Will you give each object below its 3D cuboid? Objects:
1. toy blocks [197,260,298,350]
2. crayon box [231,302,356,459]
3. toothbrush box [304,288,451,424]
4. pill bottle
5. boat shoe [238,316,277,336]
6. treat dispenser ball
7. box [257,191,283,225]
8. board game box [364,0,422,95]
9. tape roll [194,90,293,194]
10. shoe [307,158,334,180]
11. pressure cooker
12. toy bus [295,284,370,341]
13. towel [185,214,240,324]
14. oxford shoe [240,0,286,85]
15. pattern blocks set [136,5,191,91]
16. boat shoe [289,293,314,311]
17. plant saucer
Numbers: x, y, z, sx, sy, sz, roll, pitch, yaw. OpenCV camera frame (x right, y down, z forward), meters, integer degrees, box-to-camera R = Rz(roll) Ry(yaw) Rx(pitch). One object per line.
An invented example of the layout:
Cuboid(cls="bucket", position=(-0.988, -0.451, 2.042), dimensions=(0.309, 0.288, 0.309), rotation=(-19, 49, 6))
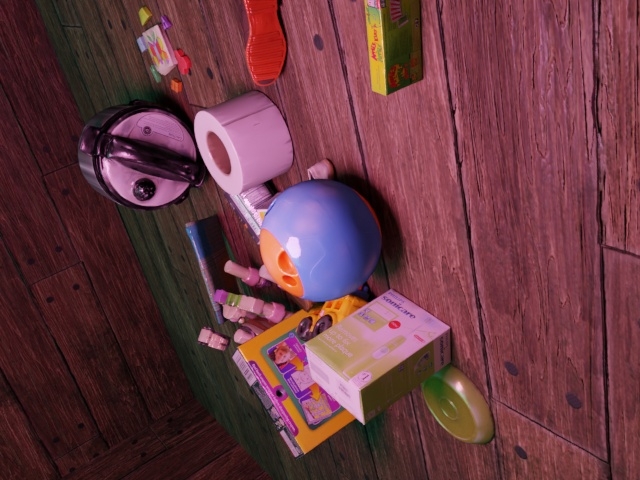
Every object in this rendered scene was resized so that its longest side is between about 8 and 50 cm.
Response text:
Cuboid(cls="toy blocks", position=(-0.193, 0.249, 2.224), dimensions=(0.260, 0.309, 0.289), rotation=(27, 166, -36))
Cuboid(cls="crayon box", position=(-0.035, 0.407, 2.008), dimensions=(0.363, 0.313, 0.106), rotation=(56, 150, 13))
Cuboid(cls="toothbrush box", position=(0.139, 0.267, 1.591), dimensions=(0.206, 0.283, 0.122), rotation=(34, 142, 44))
Cuboid(cls="pill bottle", position=(-0.199, -0.121, 1.980), dimensions=(0.245, 0.130, 0.130), rotation=(56, 154, 3))
Cuboid(cls="boat shoe", position=(-0.128, 0.350, 2.340), dimensions=(0.324, 0.120, 0.122), rotation=(27, 140, 15))
Cuboid(cls="treat dispenser ball", position=(0.000, 0.000, 1.573), dimensions=(0.288, 0.288, 0.288), rotation=(42, 148, 34))
Cuboid(cls="box", position=(-0.079, -0.021, 1.865), dimensions=(0.103, 0.114, 0.203), rotation=(0, 119, 33))
Cuboid(cls="board game box", position=(0.133, -0.363, 1.200), dimensions=(0.043, 0.092, 0.181), rotation=(35, 144, 45))
Cuboid(cls="tape roll", position=(-0.210, -0.267, 1.830), dimensions=(0.246, 0.169, 0.246), rotation=(41, 147, 35))
Cuboid(cls="shoe", position=(0.003, -0.108, 1.724), dimensions=(0.076, 0.058, 0.219), rotation=(36, 145, 41))
Cuboid(cls="pressure cooker", position=(-0.618, -0.287, 2.322), dimensions=(0.420, 0.370, 0.375), rotation=(21, 137, 58))
Cuboid(cls="toy bus", position=(0.054, 0.195, 1.809), dimensions=(0.149, 0.211, 0.220), rotation=(24, 165, -27))
Cuboid(cls="towel", position=(-0.377, 0.098, 2.411), dimensions=(0.271, 0.040, 0.370), rotation=(-35, -70, -78))
Cuboid(cls="oxford shoe", position=(-0.140, -0.502, 1.586), dimensions=(0.098, 0.097, 0.271), rotation=(-117, 22, -47))
Cuboid(cls="pattern blocks set", position=(-0.530, -0.629, 2.215), dimensions=(0.285, 0.026, 0.325), rotation=(63, 154, -3))
Cuboid(cls="boat shoe", position=(-0.039, 0.135, 1.900), dimensions=(0.109, 0.098, 0.302), rotation=(43, 173, 11))
Cuboid(cls="plant saucer", position=(0.330, 0.411, 1.669), dimensions=(0.241, 0.037, 0.241), rotation=(42, 148, 34))
